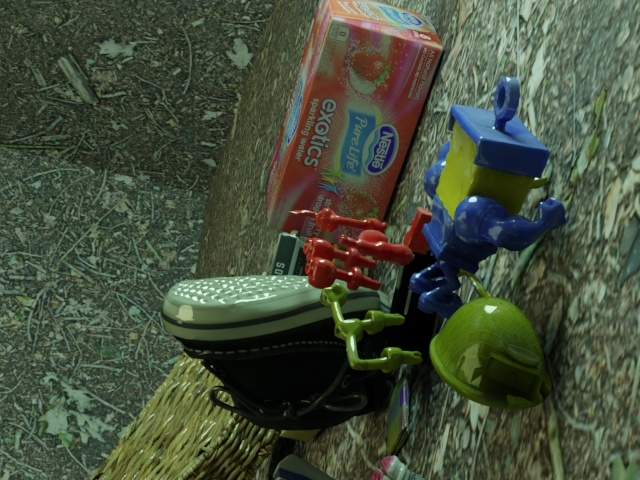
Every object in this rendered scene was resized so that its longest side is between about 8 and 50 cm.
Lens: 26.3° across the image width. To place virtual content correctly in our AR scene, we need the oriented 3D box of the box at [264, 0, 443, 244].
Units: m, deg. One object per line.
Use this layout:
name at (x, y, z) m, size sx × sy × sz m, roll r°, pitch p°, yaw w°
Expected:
box at (0.038, -0.155, 1.789) m, size 0.142 × 0.154 × 0.299 m, roll -98°, pitch 24°, yaw -63°

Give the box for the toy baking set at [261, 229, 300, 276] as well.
toy baking set at (-0.049, 0.101, 1.777) m, size 0.256 × 0.030 × 0.196 m, roll 80°, pitch -151°, yaw -60°

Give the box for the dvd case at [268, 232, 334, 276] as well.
dvd case at (-0.036, 0.096, 1.711) m, size 0.239 × 0.030 × 0.179 m, roll 38°, pitch -115°, yaw -76°

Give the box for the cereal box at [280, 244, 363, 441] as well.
cereal box at (0.002, 0.141, 1.887) m, size 0.173 × 0.047 × 0.240 m, roll 127°, pitch 155°, yaw -61°

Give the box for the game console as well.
game console at (0.087, 0.064, 1.449) m, size 0.071 × 0.107 × 0.122 m, roll 8°, pitch 85°, yaw 40°

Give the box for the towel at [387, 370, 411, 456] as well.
towel at (0.085, 0.190, 1.482) m, size 0.060 × 0.009 × 0.083 m, roll 112°, pitch 167°, yaw -45°

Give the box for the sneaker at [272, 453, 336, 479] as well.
sneaker at (-0.048, 0.396, 1.431) m, size 0.182 × 0.127 × 0.315 m, roll -39°, pitch -31°, yaw -49°

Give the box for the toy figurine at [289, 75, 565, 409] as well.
toy figurine at (0.111, -0.037, 1.160) m, size 0.362 × 0.191 × 0.217 m, roll -107°, pitch 37°, yaw -69°

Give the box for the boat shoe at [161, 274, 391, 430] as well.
boat shoe at (-0.022, 0.118, 1.408) m, size 0.500 × 0.187 × 0.155 m, roll 28°, pitch -117°, yaw -75°

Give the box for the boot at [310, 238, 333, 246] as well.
boot at (0.001, 0.000, 2.108) m, size 0.099 × 0.045 × 0.121 m, roll 124°, pitch 156°, yaw -72°

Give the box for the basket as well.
basket at (-0.150, 0.334, 2.047) m, size 0.214 × 0.223 × 0.299 m, roll 3°, pitch 47°, yaw 46°

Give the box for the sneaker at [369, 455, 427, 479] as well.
sneaker at (0.065, 0.287, 1.261) m, size 0.063 × 0.075 × 0.170 m, roll 125°, pitch 167°, yaw -67°
